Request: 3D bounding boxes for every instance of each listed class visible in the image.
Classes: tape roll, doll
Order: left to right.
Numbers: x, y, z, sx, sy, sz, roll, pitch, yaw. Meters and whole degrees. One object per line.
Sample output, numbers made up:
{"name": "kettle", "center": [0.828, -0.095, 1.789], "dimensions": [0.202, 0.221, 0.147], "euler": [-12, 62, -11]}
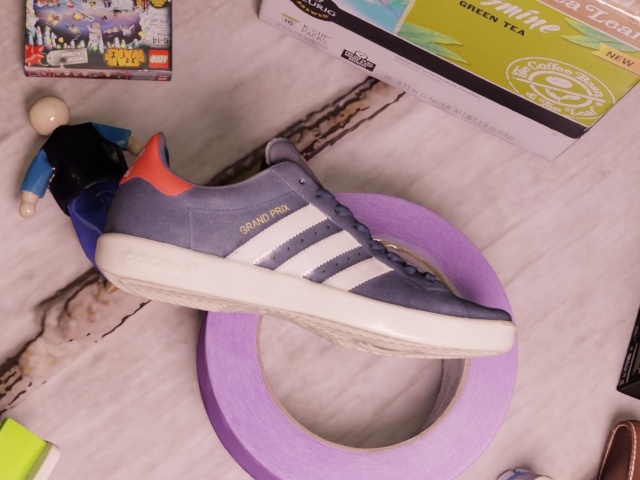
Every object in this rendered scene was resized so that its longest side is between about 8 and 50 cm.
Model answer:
{"name": "doll", "center": [-0.210, -0.048, 1.274], "dimensions": [0.129, 0.046, 0.189], "euler": [-26, 81, -17]}
{"name": "tape roll", "center": [0.031, 0.099, 1.255], "dimensions": [0.274, 0.090, 0.275], "euler": [3, 73, -10]}

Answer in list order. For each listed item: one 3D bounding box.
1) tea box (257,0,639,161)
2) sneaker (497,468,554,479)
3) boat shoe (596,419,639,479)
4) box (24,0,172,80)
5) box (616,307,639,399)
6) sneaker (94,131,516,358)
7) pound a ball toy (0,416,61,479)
{"name": "tea box", "center": [0.148, -0.273, 1.257], "dimensions": [0.329, 0.323, 0.220], "euler": [25, 72, -2]}
{"name": "sneaker", "center": [0.153, 0.282, 1.231], "dimensions": [0.071, 0.083, 0.191], "euler": [27, 73, -4]}
{"name": "boat shoe", "center": [0.259, 0.257, 1.260], "dimensions": [0.073, 0.073, 0.207], "euler": [13, 73, -9]}
{"name": "box", "center": [-0.207, -0.198, 1.326], "dimensions": [0.137, 0.027, 0.094], "euler": [0, 76, -10]}
{"name": "box", "center": [0.353, 0.057, 1.294], "dimensions": [0.077, 0.147, 0.180], "euler": [21, 72, -4]}
{"name": "sneaker", "center": [0.000, 0.000, 1.161], "dimensions": [0.350, 0.131, 0.148], "euler": [15, 77, -6]}
{"name": "pound a ball toy", "center": [-0.329, 0.286, 1.135], "dimensions": [0.208, 0.135, 0.319], "euler": [39, 70, -25]}
